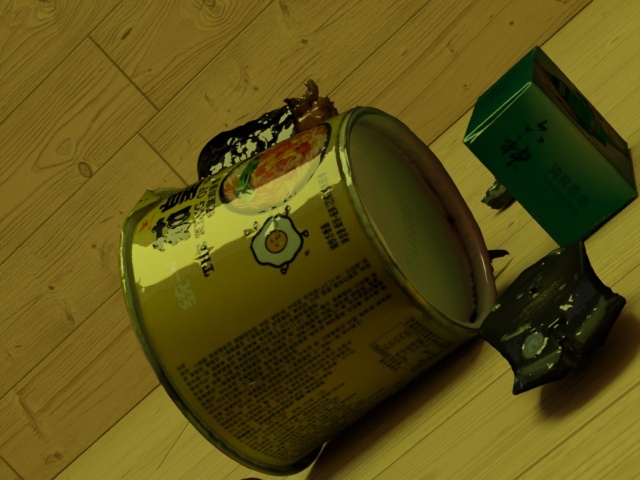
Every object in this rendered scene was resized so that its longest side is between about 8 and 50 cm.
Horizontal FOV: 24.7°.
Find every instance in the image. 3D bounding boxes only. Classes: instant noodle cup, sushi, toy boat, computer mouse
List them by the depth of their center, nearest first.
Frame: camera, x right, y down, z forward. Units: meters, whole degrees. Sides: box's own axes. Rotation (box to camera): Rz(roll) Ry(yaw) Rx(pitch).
[{"bbox_3d":[0.174,0.063,1.065,0.106,0.062,0.192,-41,10,10],"label":"computer mouse"},{"bbox_3d":[0.001,0.035,1.433,0.254,0.325,0.325,-31,9,26],"label":"instant noodle cup"},{"bbox_3d":[0.000,0.000,1.738,0.207,0.348,0.234,-26,44,12],"label":"sushi"},{"bbox_3d":[0.251,-0.100,1.914,0.140,0.066,0.059,-44,1,-31],"label":"toy boat"}]

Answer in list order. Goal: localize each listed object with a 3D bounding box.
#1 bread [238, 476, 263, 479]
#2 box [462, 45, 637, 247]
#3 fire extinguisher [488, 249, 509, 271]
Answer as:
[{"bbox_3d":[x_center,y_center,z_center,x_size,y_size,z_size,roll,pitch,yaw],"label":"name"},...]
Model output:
[{"bbox_3d":[-0.117,0.301,1.023,0.295,0.114,0.327,-43,3,-1],"label":"bread"},{"bbox_3d":[0.234,-0.099,1.480,0.092,0.153,0.245,-41,6,17],"label":"box"},{"bbox_3d":[0.127,0.063,1.588,0.177,0.050,0.062,-40,-33,18],"label":"fire extinguisher"}]
